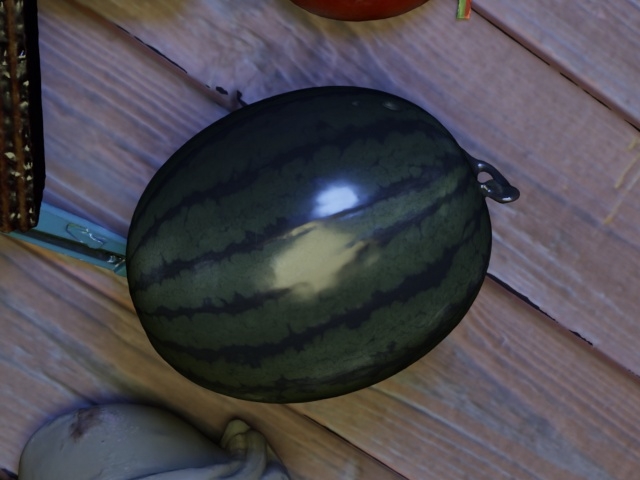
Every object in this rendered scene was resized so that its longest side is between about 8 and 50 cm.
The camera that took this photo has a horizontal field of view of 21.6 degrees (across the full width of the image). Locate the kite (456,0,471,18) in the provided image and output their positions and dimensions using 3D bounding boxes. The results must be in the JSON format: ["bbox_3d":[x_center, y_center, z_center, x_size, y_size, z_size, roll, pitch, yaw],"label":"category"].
[{"bbox_3d":[0.151,-0.284,1.572,0.190,0.010,0.159,17,107,-8],"label":"kite"}]

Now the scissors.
[{"bbox_3d":[-0.340,-0.038,1.578,0.393,0.032,0.180,22,121,-21],"label":"scissors"}]

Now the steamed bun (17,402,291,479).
[{"bbox_3d":[-0.160,0.345,1.665,0.309,0.219,0.324,9,109,-9],"label":"steamed bun"}]

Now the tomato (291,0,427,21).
[{"bbox_3d":[0.036,-0.303,1.513,0.225,0.085,0.225,0,108,1],"label":"tomato"}]

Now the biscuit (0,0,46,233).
[{"bbox_3d":[-0.278,-0.192,1.419,0.073,0.107,0.388,1,118,-4],"label":"biscuit"}]

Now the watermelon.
[{"bbox_3d":[0.000,0.000,1.523,0.359,0.279,0.279,-24,111,1],"label":"watermelon"}]
